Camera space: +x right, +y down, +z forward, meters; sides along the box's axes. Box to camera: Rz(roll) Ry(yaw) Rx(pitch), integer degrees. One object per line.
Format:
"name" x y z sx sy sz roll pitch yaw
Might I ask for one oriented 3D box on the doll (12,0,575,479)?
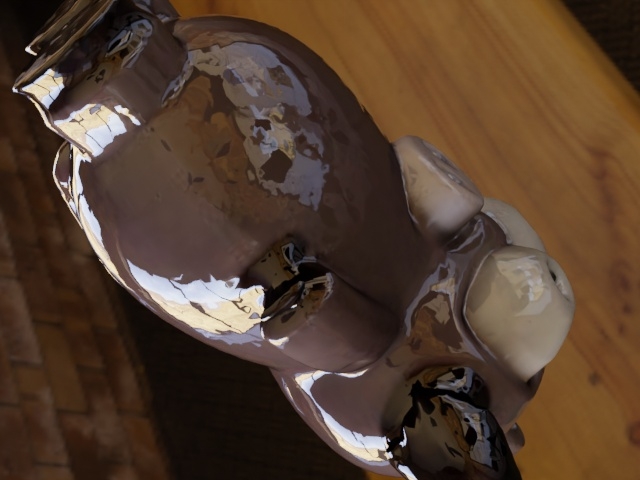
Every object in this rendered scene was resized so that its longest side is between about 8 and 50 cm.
"doll" -0.003 0.000 0.521 0.117 0.257 0.182 -47 20 14
